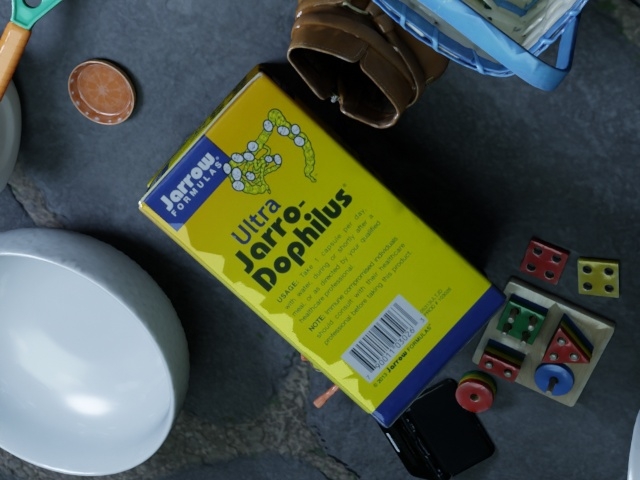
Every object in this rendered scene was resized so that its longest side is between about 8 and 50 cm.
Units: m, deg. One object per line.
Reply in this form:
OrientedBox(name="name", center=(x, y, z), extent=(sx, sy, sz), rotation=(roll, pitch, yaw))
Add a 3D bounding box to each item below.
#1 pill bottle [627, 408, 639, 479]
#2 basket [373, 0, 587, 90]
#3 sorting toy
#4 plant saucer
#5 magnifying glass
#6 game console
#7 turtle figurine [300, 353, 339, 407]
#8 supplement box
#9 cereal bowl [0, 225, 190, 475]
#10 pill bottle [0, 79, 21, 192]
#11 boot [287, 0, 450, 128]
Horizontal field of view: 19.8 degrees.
OrientedBox(name="pill bottle", center=(0.541, 0.279, 1.985), extent=(0.392, 0.224, 0.224), rotation=(2, 123, 21))
OrientedBox(name="basket", center=(0.145, -0.264, 1.728), extent=(0.255, 0.289, 0.201), rotation=(38, 116, -2))
OrientedBox(name="sorting toy", center=(0.254, 0.120, 2.105), extent=(0.132, 0.046, 0.274), rotation=(25, 128, 4))
OrientedBox(name="plant saucer", center=(-0.252, -0.173, 2.129), extent=(0.083, 0.013, 0.083), rotation=(11, 125, 15))
OrientedBox(name="magnifying glass", center=(-0.322, -0.260, 2.033), extent=(0.092, 0.026, 0.231), rotation=(26, 105, -3))
OrientedBox(name="game console", center=(0.135, 0.230, 2.251), extent=(0.107, 0.071, 0.122), rotation=(3, 129, 57))
OrientedBox(name="turtle figurine", center=(0.012, 0.087, 2.154), extent=(0.217, 0.087, 0.269), rotation=(40, 128, -8))
OrientedBox(name="supplement box", center=(0.000, 0.000, 1.985), extent=(0.356, 0.194, 0.195), rotation=(42, 94, -8))
OrientedBox(name="cereal bowl", center=(-0.311, 0.119, 2.272), extent=(0.339, 0.141, 0.339), rotation=(11, 127, 15))
OrientedBox(name="pill bottle", center=(-0.528, -0.139, 2.158), extent=(0.323, 0.181, 0.181), rotation=(6, 124, 19))
OrientedBox(name="boot", center=(0.001, -0.239, 1.847), extent=(0.283, 0.220, 0.109), rotation=(35, 135, -4))
